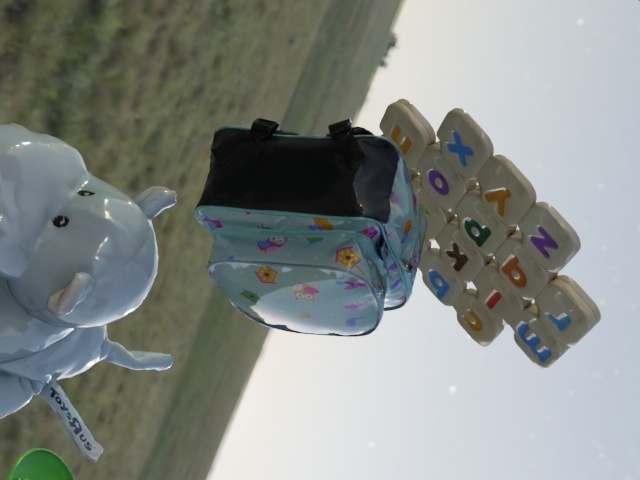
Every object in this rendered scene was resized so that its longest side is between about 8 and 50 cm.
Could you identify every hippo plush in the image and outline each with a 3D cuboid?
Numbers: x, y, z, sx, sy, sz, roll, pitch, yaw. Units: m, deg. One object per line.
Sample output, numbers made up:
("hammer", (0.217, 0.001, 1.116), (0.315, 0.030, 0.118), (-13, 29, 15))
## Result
("hippo plush", (-0.237, 0.047, 0.918), (0.236, 0.294, 0.234), (-35, -165, 51))

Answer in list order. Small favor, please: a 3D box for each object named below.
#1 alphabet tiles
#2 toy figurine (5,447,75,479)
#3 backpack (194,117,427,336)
("alphabet tiles", (0.150, -0.006, 1.163), (0.021, 0.284, 0.278), (-35, 166, -23))
("toy figurine", (-0.321, 0.269, 1.069), (0.173, 0.159, 0.130), (-39, 115, -71))
("backpack", (0.000, 0.000, 0.974), (0.188, 0.165, 0.144), (48, 47, -63))
